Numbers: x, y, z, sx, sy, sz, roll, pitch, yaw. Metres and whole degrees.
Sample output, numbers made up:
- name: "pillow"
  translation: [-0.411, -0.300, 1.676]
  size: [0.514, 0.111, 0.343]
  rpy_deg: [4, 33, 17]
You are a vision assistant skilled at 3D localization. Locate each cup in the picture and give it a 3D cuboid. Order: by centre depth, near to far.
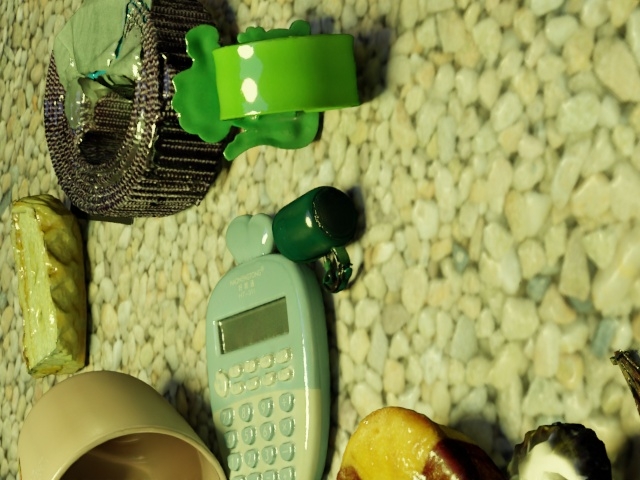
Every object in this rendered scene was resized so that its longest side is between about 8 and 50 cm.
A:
- name: "cup"
  translation: [-0.204, 0.270, 1.431]
  size: [0.200, 0.191, 0.253]
  rpy_deg: [36, 151, 64]

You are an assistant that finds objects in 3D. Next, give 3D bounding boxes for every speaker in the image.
- name: "speaker"
  translation: [0.004, 0.000, 1.275]
  size: [0.075, 0.060, 0.094]
  rpy_deg: [-29, 97, 50]

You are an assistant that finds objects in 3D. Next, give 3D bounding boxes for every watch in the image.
- name: "watch"
  translation: [-0.049, -0.141, 1.271]
  size: [0.152, 0.165, 0.131]
  rpy_deg: [-165, 70, -74]

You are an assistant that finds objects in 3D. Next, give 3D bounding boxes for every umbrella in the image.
- name: "umbrella"
  translation: [0.227, 0.107, 0.952]
  size: [0.031, 0.020, 0.083]
  rpy_deg: [-58, 36, 32]

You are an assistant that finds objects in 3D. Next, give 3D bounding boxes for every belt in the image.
- name: "belt"
  translation: [-0.215, -0.156, 1.558]
  size: [0.325, 0.122, 0.260]
  rpy_deg: [6, 95, 58]

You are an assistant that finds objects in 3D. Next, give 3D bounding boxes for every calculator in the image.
- name: "calculator"
  translation: [-0.054, 0.119, 1.341]
  size: [0.188, 0.042, 0.303]
  rpy_deg: [-22, 67, 54]

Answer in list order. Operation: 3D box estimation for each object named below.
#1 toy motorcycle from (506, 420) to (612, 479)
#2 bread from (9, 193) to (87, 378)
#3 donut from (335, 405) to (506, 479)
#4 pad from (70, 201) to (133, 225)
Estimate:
- name: "toy motorcycle"
  translation: [0.150, 0.336, 0.928]
  size: [0.207, 0.134, 0.401]
  rpy_deg: [39, 115, 58]
- name: "bread"
  translation: [-0.342, 0.055, 1.745]
  size: [0.128, 0.088, 0.232]
  rpy_deg: [-33, 65, 59]
- name: "donut"
  translation: [0.087, 0.223, 1.088]
  size: [0.184, 0.073, 0.166]
  rpy_deg: [36, 114, 51]
- name: "pad"
  translation: [-0.273, -0.087, 1.732]
  size: [0.190, 0.004, 0.127]
  rpy_deg: [7, 90, 55]
